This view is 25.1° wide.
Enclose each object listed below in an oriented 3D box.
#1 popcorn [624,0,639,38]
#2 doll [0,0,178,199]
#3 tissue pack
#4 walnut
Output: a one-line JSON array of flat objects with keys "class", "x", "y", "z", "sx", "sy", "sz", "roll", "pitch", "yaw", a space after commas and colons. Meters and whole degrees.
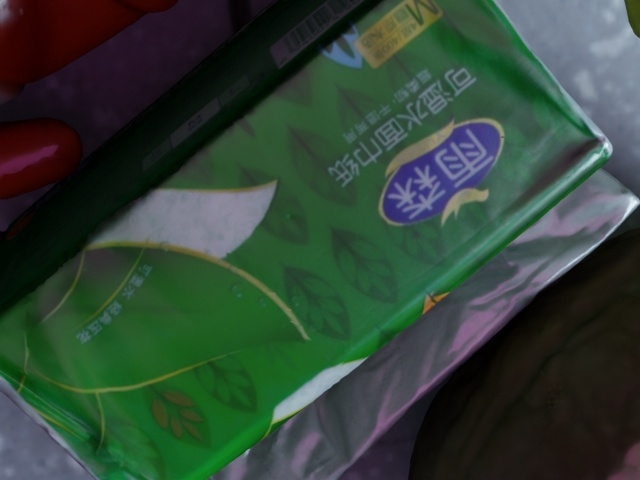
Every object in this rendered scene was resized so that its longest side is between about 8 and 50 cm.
[{"class": "popcorn", "x": 0.185, "y": -0.153, "z": 0.477, "sx": 0.256, "sy": 0.255, "sz": 0.195, "roll": 14, "pitch": 147, "yaw": 1}, {"class": "doll", "x": -0.214, "y": -0.049, "z": 0.502, "sx": 0.336, "sy": 0.105, "sz": 0.200, "roll": -30, "pitch": 123, "yaw": 13}, {"class": "tissue pack", "x": -0.001, "y": 0.001, "z": 0.543, "sx": 0.209, "sy": 0.148, "sz": 0.156, "roll": -40, "pitch": 109, "yaw": 6}, {"class": "walnut", "x": 0.141, "y": 0.084, "z": 0.592, "sx": 0.230, "sy": 0.178, "sz": 0.178, "roll": -43, "pitch": 111, "yaw": -5}]
